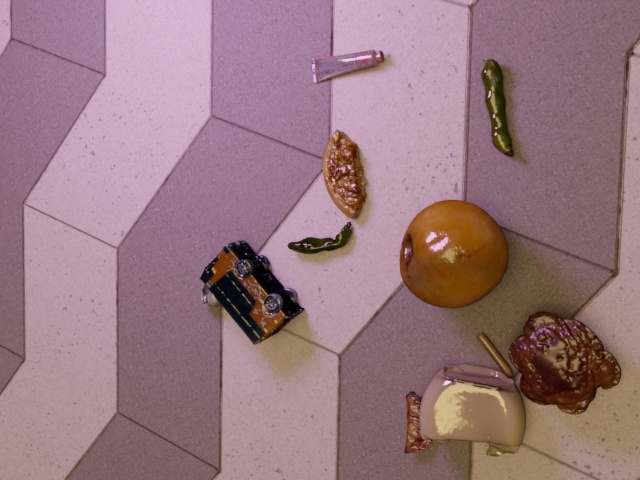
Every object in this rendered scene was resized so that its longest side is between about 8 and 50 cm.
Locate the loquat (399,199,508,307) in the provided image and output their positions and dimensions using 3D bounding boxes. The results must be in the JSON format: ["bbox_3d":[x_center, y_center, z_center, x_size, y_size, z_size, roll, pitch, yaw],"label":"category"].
[{"bbox_3d":[0.335,0.031,1.691,0.274,0.275,0.275,1,94,20],"label":"loquat"}]

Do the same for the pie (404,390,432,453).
[{"bbox_3d":[0.269,0.493,1.852,0.091,0.034,0.170,-3,88,17],"label":"pie"}]

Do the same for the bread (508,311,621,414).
[{"bbox_3d":[0.579,0.294,1.671,0.247,0.135,0.232,45,107,12],"label":"bread"}]

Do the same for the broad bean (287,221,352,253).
[{"bbox_3d":[0.004,0.007,1.912,0.195,0.046,0.061,-20,75,15],"label":"broad bean"}]

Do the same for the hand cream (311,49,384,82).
[{"bbox_3d":[0.071,-0.482,1.862,0.209,0.043,0.067,-6,96,26],"label":"hand cream"}]

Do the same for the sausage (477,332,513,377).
[{"bbox_3d":[0.454,0.299,1.777,0.024,0.024,0.132,-40,79,18],"label":"sausage"}]

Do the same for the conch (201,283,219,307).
[{"bbox_3d":[-0.318,0.158,2.036,0.076,0.056,0.085,-14,68,40],"label":"conch"}]

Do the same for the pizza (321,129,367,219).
[{"bbox_3d":[0.062,-0.181,1.873,0.127,0.058,0.247,1,96,20],"label":"pizza"}]

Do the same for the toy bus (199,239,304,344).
[{"bbox_3d":[-0.199,0.145,1.950,0.167,0.138,0.275,-43,81,19],"label":"toy bus"}]

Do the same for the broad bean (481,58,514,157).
[{"bbox_3d":[0.445,-0.332,1.727,0.052,0.053,0.256,-11,90,-17],"label":"broad bean"}]

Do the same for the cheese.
[{"bbox_3d":[0.389,0.445,1.753,0.265,0.127,0.234,5,94,16],"label":"cheese"}]
